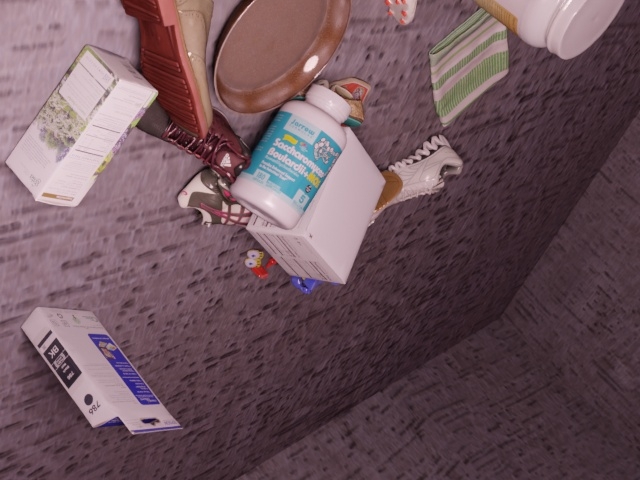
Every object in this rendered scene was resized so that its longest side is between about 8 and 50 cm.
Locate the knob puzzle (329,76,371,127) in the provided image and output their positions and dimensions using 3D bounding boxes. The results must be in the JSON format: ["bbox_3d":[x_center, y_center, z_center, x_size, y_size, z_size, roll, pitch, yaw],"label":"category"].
[{"bbox_3d":[0.039,-0.275,1.987,0.213,0.030,0.213,-35,154,-20],"label":"knob puzzle"}]

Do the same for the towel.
[{"bbox_3d":[0.371,-0.434,2.249,0.248,0.038,0.325,-40,156,-8],"label":"towel"}]

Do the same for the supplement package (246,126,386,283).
[{"bbox_3d":[-0.002,-0.076,1.910,0.204,0.145,0.261,50,56,-49],"label":"supplement package"}]

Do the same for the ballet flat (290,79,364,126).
[{"bbox_3d":[0.012,-0.289,1.875,0.206,0.073,0.067,16,76,-48],"label":"ballet flat"}]

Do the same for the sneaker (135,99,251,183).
[{"bbox_3d":[-0.202,-0.180,1.588,0.106,0.162,0.281,-51,156,14],"label":"sneaker"}]

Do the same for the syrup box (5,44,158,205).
[{"bbox_3d":[-0.369,-0.173,1.419,0.237,0.093,0.096,-51,156,15],"label":"syrup box"}]

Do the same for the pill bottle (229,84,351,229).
[{"bbox_3d":[-0.047,-0.163,1.746,0.264,0.146,0.146,-59,158,-8],"label":"pill bottle"}]

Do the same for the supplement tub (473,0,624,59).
[{"bbox_3d":[0.426,-0.529,1.829,0.228,0.316,0.228,-36,155,-19],"label":"supplement tub"}]

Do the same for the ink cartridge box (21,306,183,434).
[{"bbox_3d":[-0.419,0.263,1.761,0.065,0.332,0.165,-50,155,11],"label":"ink cartridge box"}]

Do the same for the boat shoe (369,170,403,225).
[{"bbox_3d":[0.092,-0.071,2.335,0.277,0.098,0.096,-36,157,0],"label":"boat shoe"}]

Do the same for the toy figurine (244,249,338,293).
[{"bbox_3d":[0.000,0.000,2.145,0.191,0.217,0.362,-17,145,-46],"label":"toy figurine"}]

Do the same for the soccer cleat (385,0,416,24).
[{"bbox_3d":[0.171,-0.499,1.786,0.076,0.068,0.196,-40,154,-18],"label":"soccer cleat"}]

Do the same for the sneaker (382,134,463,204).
[{"bbox_3d":[0.247,-0.159,2.409,0.292,0.118,0.110,-36,157,-14],"label":"sneaker"}]

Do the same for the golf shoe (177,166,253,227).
[{"bbox_3d":[-0.193,-0.076,1.887,0.120,0.105,0.273,-31,151,7],"label":"golf shoe"}]

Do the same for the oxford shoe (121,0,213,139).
[{"bbox_3d":[-0.200,-0.304,1.395,0.130,0.123,0.348,-44,149,-28],"label":"oxford shoe"}]

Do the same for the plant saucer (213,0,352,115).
[{"bbox_3d":[-0.075,-0.360,1.639,0.311,0.050,0.310,-36,154,-20],"label":"plant saucer"}]
